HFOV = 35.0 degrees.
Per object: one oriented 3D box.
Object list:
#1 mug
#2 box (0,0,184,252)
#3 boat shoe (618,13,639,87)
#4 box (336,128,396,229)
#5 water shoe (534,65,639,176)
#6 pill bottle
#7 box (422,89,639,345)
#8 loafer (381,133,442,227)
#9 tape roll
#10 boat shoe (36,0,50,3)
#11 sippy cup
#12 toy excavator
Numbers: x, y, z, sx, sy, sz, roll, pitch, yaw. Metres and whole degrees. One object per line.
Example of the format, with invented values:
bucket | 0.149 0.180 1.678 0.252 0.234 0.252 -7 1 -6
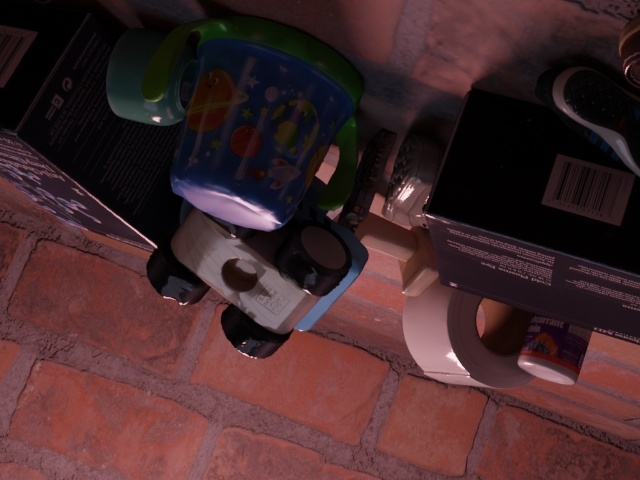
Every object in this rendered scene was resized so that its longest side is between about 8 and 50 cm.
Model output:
mug | -0.219 -0.235 1.426 0.097 0.158 0.129 14 141 17
box | -0.386 -0.173 1.601 0.293 0.212 0.395 16 162 36
boat shoe | 0.404 -0.134 0.851 0.342 0.123 0.123 10 163 39
box | 0.068 -0.089 1.509 0.027 0.137 0.094 22 168 -7
water shoe | 0.326 -0.134 1.130 0.203 0.073 0.080 34 -179 -26
pill bottle | 0.426 0.147 1.794 0.108 0.193 0.108 20 166 5
box | 0.330 -0.015 1.322 0.343 0.179 0.312 17 165 15
loafer | 0.158 -0.080 1.498 0.111 0.112 0.319 15 174 3
tape roll | 0.299 0.151 1.900 0.246 0.246 0.169 26 165 -21
boat shoe | -0.343 -0.351 1.211 0.080 0.076 0.228 22 167 -6
sippy cup | -0.086 -0.141 1.347 0.305 0.224 0.240 21 167 -4
toy excavator | 0.000 0.000 1.672 0.433 0.445 0.222 38 124 -4
